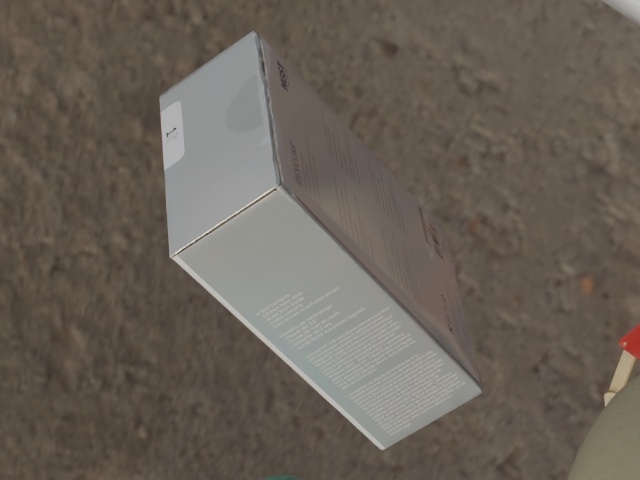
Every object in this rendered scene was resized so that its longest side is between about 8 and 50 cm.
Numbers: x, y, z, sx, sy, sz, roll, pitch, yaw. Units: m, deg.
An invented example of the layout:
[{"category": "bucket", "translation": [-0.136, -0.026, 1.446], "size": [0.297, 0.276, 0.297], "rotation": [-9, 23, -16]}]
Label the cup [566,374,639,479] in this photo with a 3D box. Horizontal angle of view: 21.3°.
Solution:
[{"category": "cup", "translation": [0.345, 0.239, 1.491], "size": [0.331, 0.331, 0.237], "rotation": [9, 33, -10]}]

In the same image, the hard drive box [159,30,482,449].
[{"category": "hard drive box", "translation": [0.000, 0.000, 1.156], "size": [0.232, 0.089, 0.181], "rotation": [46, 21, -33]}]

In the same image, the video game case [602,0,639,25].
[{"category": "video game case", "translation": [0.114, -0.200, 0.596], "size": [0.193, 0.023, 0.212], "rotation": [39, 88, 22]}]

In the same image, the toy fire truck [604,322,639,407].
[{"category": "toy fire truck", "translation": [0.364, 0.192, 1.906], "size": [0.135, 0.192, 0.047], "rotation": [44, 36, 22]}]

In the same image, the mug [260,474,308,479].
[{"category": "mug", "translation": [-0.037, 0.252, 1.316], "size": [0.097, 0.129, 0.158], "rotation": [22, 25, 23]}]
